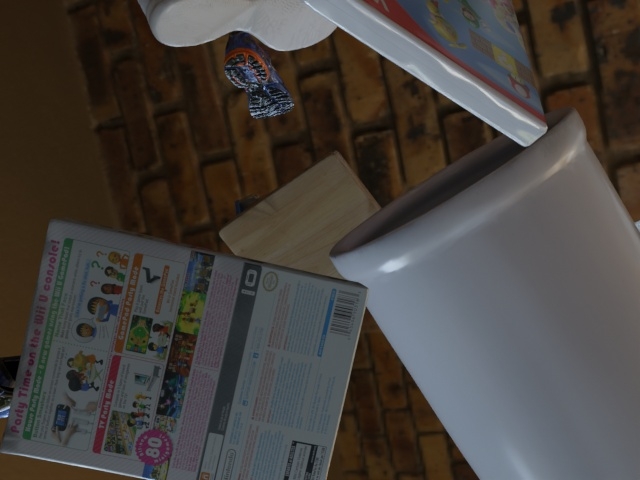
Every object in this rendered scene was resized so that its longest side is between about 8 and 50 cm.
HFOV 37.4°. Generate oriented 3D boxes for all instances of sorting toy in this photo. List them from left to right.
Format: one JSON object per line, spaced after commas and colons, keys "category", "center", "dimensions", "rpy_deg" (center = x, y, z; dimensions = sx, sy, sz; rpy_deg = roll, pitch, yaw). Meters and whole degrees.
{"category": "sorting toy", "center": [0.004, -0.001, 1.654], "dimensions": [0.255, 0.257, 0.089], "rpy_deg": [51, -158, -15]}

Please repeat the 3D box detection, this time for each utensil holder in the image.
{"category": "utensil holder", "center": [0.248, 0.091, 1.110], "dimensions": [0.386, 0.327, 0.327], "rpy_deg": [58, -143, -4]}

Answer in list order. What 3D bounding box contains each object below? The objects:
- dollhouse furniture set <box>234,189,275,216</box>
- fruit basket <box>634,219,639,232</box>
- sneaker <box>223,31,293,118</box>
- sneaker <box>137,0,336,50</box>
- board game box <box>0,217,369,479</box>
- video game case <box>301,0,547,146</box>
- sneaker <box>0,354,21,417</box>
{"category": "dollhouse furniture set", "center": [0.000, 0.000, 1.991], "dimensions": [0.198, 0.286, 0.303], "rpy_deg": [52, -162, -45]}
{"category": "fruit basket", "center": [0.582, 0.031, 1.497], "dimensions": [0.327, 0.353, 0.166], "rpy_deg": [30, -127, -33]}
{"category": "sneaker", "center": [-0.104, -0.287, 1.641], "dimensions": [0.221, 0.083, 0.087], "rpy_deg": [59, -159, -61]}
{"category": "sneaker", "center": [-0.077, -0.241, 0.914], "dimensions": [0.212, 0.080, 0.094], "rpy_deg": [-6, -130, -34]}
{"category": "board game box", "center": [-0.128, 0.117, 0.912], "dimensions": [0.097, 0.303, 0.224], "rpy_deg": [-147, 71, -83]}
{"category": "video game case", "center": [0.070, -0.215, 0.709], "dimensions": [0.204, 0.025, 0.285], "rpy_deg": [27, -140, -27]}
{"category": "sneaker", "center": [-0.459, 0.205, 1.239], "dimensions": [0.232, 0.090, 0.081], "rpy_deg": [-21, -122, -36]}
